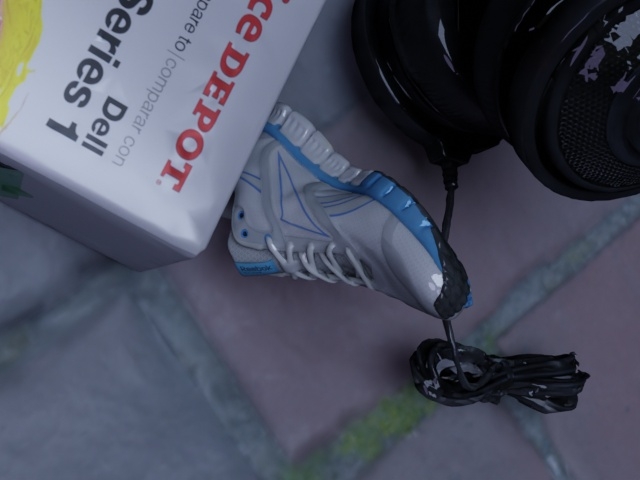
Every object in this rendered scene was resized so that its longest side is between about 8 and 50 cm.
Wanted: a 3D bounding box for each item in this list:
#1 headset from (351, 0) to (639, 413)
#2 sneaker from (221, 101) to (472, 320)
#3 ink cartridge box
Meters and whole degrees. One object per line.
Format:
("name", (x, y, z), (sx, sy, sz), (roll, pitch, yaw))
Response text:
("headset", (0.136, -0.094, 0.558), (0.185, 0.243, 0.394), (12, 99, -30))
("sneaker", (0.000, 0.000, 0.519), (0.083, 0.190, 0.071), (-39, 129, -11))
("ink cartridge box", (-0.146, -0.136, 0.487), (0.278, 0.117, 0.201), (30, 74, -19))
